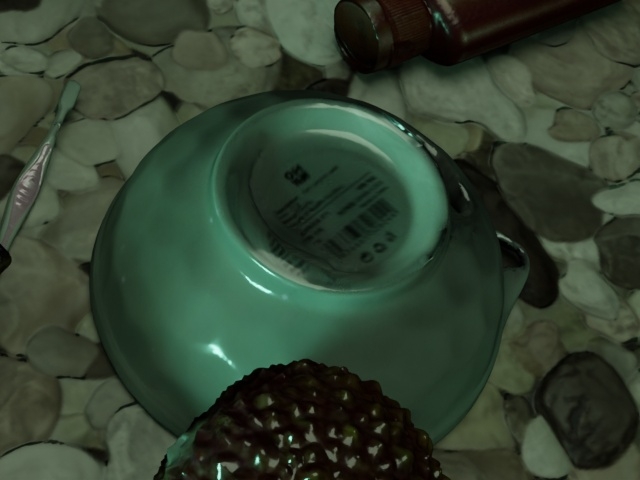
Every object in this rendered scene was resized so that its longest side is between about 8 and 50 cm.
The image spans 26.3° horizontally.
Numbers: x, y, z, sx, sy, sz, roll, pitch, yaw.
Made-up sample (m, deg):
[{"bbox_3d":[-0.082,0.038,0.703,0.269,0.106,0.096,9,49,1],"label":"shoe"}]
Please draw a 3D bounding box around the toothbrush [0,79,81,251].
[{"bbox_3d":[-0.193,-0.029,0.891,0.017,0.022,0.204,26,53,-15],"label":"toothbrush"}]

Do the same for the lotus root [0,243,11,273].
[{"bbox_3d":[-0.298,-0.049,0.804,0.257,0.154,0.140,40,14,-3],"label":"lotus root"}]

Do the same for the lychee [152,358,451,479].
[{"bbox_3d":[-0.008,0.158,0.712,0.188,0.188,0.188,7,55,-10],"label":"lychee"}]

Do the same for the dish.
[{"bbox_3d":[0.000,0.000,0.860,0.303,0.120,0.303,6,56,-9],"label":"dish"}]

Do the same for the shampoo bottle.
[{"bbox_3d":[0.131,-0.196,1.061,0.260,0.064,0.102,-23,66,-26],"label":"shampoo bottle"}]
